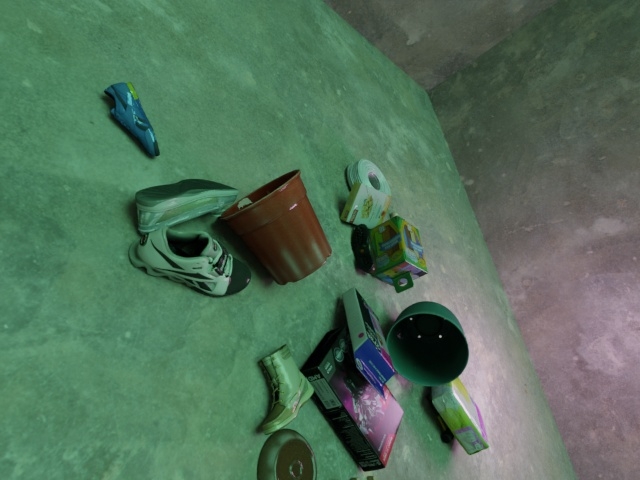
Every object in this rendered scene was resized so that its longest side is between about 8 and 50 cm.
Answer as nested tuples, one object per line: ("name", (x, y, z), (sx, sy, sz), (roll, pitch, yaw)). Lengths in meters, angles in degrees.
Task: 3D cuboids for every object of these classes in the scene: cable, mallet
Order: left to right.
("cable", (0.231, -0.265, 1.942), (0.257, 0.089, 0.257), (35, 43, -32))
("mallet", (0.478, 0.704, 1.633), (0.062, 0.039, 0.189), (1, 62, -52))

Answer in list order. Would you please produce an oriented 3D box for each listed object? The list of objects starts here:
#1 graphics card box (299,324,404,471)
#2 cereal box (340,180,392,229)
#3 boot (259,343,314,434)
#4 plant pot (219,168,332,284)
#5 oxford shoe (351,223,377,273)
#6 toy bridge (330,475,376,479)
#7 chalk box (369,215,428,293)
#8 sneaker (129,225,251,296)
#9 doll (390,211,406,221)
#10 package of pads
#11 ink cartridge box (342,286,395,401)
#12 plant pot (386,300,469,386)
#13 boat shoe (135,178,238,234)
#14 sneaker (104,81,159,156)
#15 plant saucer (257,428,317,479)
("graphics card box", (0.106, 0.479, 1.267), (0.370, 0.094, 0.233), (57, 33, -5))
("cereal box", (0.202, -0.143, 1.774), (0.240, 0.047, 0.173), (12, 101, -47))
("boot", (-0.113, 0.384, 1.074), (0.165, 0.077, 0.213), (62, 30, 0))
("plant pot", (-0.113, -0.029, 1.223), (0.265, 0.272, 0.272), (59, 34, -17))
("oxford shoe", (0.185, 0.038, 1.700), (0.096, 0.083, 0.227), (39, 40, -54))
("toy bridge", (0.101, 0.709, 1.160), (0.188, 0.026, 0.063), (25, 51, -40))
("chalk box", (0.328, 0.077, 1.749), (0.179, 0.180, 0.288), (27, 46, -39))
("sneaker", (-0.286, 0.053, 1.030), (0.331, 0.146, 0.122), (22, 49, -44))
("doll", (0.416, -0.064, 2.073), (0.189, 0.046, 0.129), (59, 34, -3))
("package of pads", (0.554, 0.673, 1.649), (0.296, 0.101, 0.229), (55, 20, -7))
("ink cartridge box", (0.156, 0.323, 1.338), (0.175, 0.069, 0.371), (53, 14, -24))
("plant pot", (0.414, 0.367, 1.581), (0.293, 0.293, 0.235), (58, 21, -4))
("boat shoe", (-0.349, -0.098, 1.100), (0.118, 0.103, 0.320), (21, 24, 22))
("sneaker", (-0.503, -0.316, 1.094), (0.082, 0.069, 0.209), (-27, 98, -23))
("plant saucer", (-0.071, 0.579, 1.027), (0.199, 0.036, 0.198), (30, 46, -36))
